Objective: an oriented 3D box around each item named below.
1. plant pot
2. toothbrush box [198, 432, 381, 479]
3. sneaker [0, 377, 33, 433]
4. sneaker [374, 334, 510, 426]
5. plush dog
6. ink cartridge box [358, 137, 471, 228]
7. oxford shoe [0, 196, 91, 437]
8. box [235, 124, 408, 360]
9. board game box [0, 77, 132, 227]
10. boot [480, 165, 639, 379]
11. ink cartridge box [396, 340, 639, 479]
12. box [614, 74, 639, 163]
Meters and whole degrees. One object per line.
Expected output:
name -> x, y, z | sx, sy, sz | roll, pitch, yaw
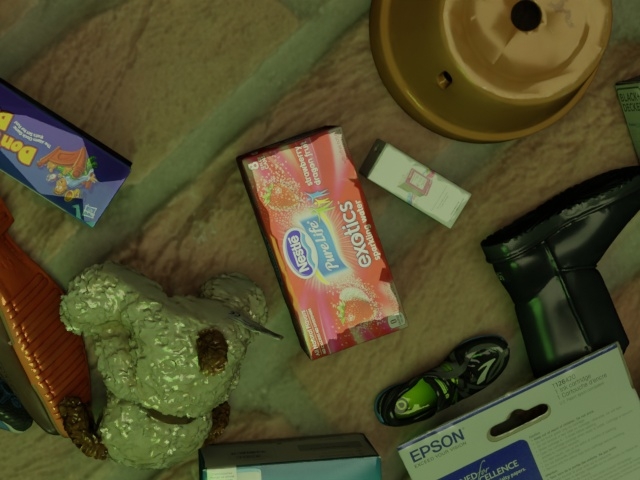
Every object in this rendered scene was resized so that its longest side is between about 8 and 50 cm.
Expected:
plant pot -> 0.214, -0.258, 1.588 | 0.291, 0.203, 0.291 | -1, 95, -6
toothbrush box -> -0.035, 0.399, 1.651 | 0.216, 0.126, 0.295 | -2, 96, -7
sneaker -> -0.442, 0.175, 1.613 | 0.211, 0.080, 0.081 | 31, 116, -11
sneaker -> 0.157, 0.182, 1.680 | 0.188, 0.078, 0.067 | -28, 98, -5
plush dog -> -0.175, 0.168, 1.565 | 0.262, 0.210, 0.225 | 5, 118, -31
ink cartridge box -> 0.113, -0.070, 1.648 | 0.122, 0.088, 0.052 | 32, 93, -8
oxford shoe -> -0.392, 0.081, 1.597 | 0.133, 0.130, 0.363 | -24, 98, 20
box -> 0.000, 0.000, 1.622 | 0.128, 0.122, 0.257 | -19, 97, -5
board game box -> -0.376, -0.146, 1.505 | 0.347, 0.233, 0.078 | 33, 90, -9
boot -> 0.339, 0.043, 1.687 | 0.246, 0.094, 0.207 | -29, 104, -11
ink cartridge box -> 0.279, 0.309, 1.692 | 0.304, 0.072, 0.307 | -25, 106, -3
box -> 0.500, -0.090, 1.697 | 0.169, 0.087, 0.290 | -19, 97, -6
